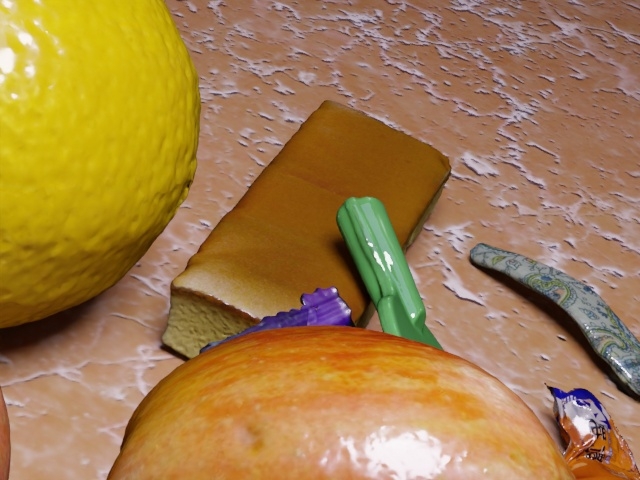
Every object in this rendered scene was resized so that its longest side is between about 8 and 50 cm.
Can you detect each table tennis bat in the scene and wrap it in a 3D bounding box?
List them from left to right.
[{"bbox_3d":[0.070,0.076,1.261,0.160,0.039,0.257,41,23,-60],"label":"table tennis bat"}]

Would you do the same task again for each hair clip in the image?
[{"bbox_3d":[0.214,0.061,1.464,0.066,0.036,0.229,-10,41,-47],"label":"hair clip"}]

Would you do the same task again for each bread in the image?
[{"bbox_3d":[0.000,0.000,1.413,0.138,0.077,0.361,23,32,8],"label":"bread"}]

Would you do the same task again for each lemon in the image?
[{"bbox_3d":[-0.249,-0.088,1.223,0.336,0.336,0.336,13,32,-8],"label":"lemon"}]

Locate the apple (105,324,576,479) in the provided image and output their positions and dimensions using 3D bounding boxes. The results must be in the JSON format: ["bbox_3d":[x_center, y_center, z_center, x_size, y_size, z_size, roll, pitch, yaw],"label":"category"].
[{"bbox_3d":[-0.013,0.190,0.910,0.301,0.301,0.301,13,32,-8],"label":"apple"}]

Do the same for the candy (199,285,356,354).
[{"bbox_3d":[0.029,0.157,1.165,0.145,0.070,0.275,-19,68,-40],"label":"candy"}]

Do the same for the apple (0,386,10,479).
[{"bbox_3d":[-0.283,0.138,0.895,0.253,0.253,0.253,13,32,-8],"label":"apple"}]

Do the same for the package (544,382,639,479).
[{"bbox_3d":[0.207,0.155,1.320,0.077,0.033,0.111,22,37,-41],"label":"package"}]
